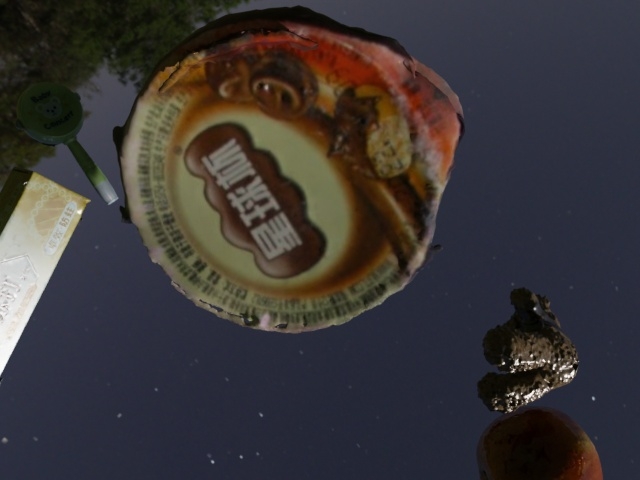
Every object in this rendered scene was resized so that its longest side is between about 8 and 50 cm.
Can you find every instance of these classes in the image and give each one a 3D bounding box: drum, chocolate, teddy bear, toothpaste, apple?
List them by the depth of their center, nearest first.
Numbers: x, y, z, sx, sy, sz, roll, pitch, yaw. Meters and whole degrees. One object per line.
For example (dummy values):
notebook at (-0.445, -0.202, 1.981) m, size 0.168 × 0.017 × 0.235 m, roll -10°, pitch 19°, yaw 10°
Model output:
chocolate at (-0.015, -0.060, 0.409) m, size 0.221 × 0.221 × 0.147 m, roll -19°, pitch -160°, yaw 17°
toothpaste at (-0.386, 0.070, 0.685) m, size 0.071 × 0.089 × 0.312 m, roll 14°, pitch -104°, yaw 38°
apple at (0.335, 0.349, 0.897) m, size 0.173 × 0.160 × 0.195 m, roll -15°, pitch -128°, yaw -6°
teddy bear at (0.331, 0.174, 0.906) m, size 0.129 × 0.182 × 0.251 m, roll 15°, pitch -153°, yaw 25°
drum at (-0.464, -0.197, 1.132) m, size 0.130 × 0.253 × 0.049 m, roll -55°, pitch -161°, yaw -24°
